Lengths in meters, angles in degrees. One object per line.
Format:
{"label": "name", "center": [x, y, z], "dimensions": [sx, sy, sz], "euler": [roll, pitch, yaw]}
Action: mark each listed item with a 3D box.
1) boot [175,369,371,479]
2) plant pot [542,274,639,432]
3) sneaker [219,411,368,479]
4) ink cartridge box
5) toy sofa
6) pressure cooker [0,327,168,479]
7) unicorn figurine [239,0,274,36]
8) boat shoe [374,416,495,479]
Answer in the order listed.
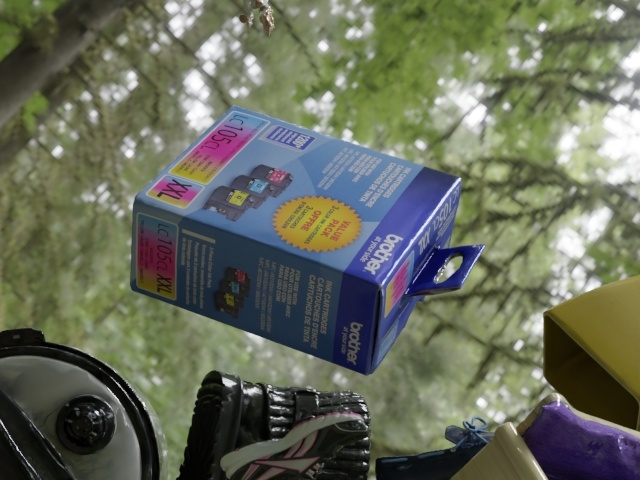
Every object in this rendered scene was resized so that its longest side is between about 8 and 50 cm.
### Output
{"label": "boot", "center": [-0.070, 0.368, 1.923], "dimensions": [0.260, 0.348, 0.131], "euler": [17, -6, -27]}
{"label": "plant pot", "center": [0.488, 0.181, 2.072], "dimensions": [0.212, 0.187, 0.212], "euler": [47, -17, 33]}
{"label": "sneaker", "center": [-0.023, 0.263, 1.562], "dimensions": [0.072, 0.178, 0.077], "euler": [60, 8, -69]}
{"label": "ink cartridge box", "center": [0.000, 0.000, 1.662], "dimensions": [0.395, 0.270, 0.151], "euler": [20, -51, 16]}
{"label": "toy sofa", "center": [0.346, 0.328, 1.625], "dimensions": [0.362, 0.177, 0.150], "euler": [23, 29, -42]}
{"label": "pressure cooker", "center": [-0.404, 0.320, 1.882], "dimensions": [0.370, 0.375, 0.420], "euler": [11, -9, -3]}
{"label": "unicorn figurine", "center": [-0.100, -0.351, 1.726], "dimensions": [0.060, 0.111, 0.162], "euler": [-6, -59, 12]}
{"label": "boat shoe", "center": [0.197, 0.303, 1.907], "dimensions": [0.109, 0.258, 0.089], "euler": [64, 6, -72]}
